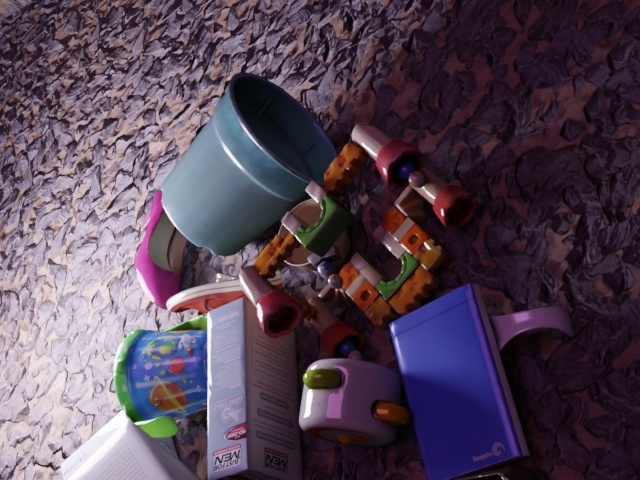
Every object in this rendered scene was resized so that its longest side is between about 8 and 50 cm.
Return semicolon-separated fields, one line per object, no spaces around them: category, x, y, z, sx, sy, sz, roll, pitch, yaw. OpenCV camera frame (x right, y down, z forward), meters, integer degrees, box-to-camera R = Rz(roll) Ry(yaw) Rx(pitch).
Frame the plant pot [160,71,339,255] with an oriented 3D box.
plant pot;-0.183;-0.157;2.107;0.334;0.341;0.341;-43;46;25

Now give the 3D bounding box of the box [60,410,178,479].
box;-0.461;0.558;2.084;0.262;0.127;0.231;-41;49;17

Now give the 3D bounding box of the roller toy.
roller toy;0.060;0.322;1.721;0.209;0.191;0.146;10;68;-2

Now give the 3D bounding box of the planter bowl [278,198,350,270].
planter bowl;0.000;0.000;1.998;0.162;0.109;0.162;-19;57;33

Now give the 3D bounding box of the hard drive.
hard drive;0.245;0.266;1.633;0.210;0.040;0.319;-32;60;38

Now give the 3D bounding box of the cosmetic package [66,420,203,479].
cosmetic package;-0.323;0.628;1.701;0.327;0.329;0.393;-44;34;-10

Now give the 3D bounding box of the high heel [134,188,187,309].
high heel;-0.391;-0.001;2.310;0.181;0.127;0.377;-46;42;27

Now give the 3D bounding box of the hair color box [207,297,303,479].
hair color box;-0.140;0.332;1.886;0.113;0.185;0.374;-24;54;28

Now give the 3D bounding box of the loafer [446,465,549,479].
loafer;0.216;0.471;1.549;0.366;0.130;0.134;-32;50;24

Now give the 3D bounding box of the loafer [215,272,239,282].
loafer;-0.197;0.114;2.146;0.148;0.056;0.050;10;84;42

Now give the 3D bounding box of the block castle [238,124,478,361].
block castle;0.086;0.025;1.778;0.453;0.303;0.213;-51;46;8

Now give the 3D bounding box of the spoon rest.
spoon rest;0.322;0.184;1.646;0.276;0.084;0.137;-25;53;27

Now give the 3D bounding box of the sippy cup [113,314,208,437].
sippy cup;-0.314;0.303;2.038;0.224;0.240;0.305;-13;68;22

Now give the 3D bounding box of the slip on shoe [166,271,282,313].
slip on shoe;-0.225;0.144;2.066;0.331;0.123;0.101;-10;93;31
